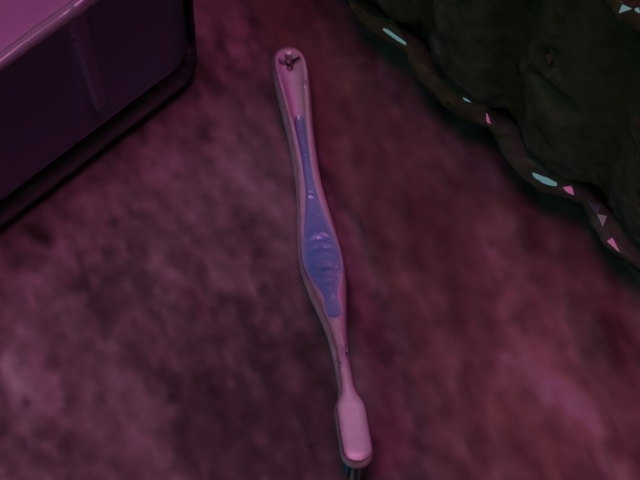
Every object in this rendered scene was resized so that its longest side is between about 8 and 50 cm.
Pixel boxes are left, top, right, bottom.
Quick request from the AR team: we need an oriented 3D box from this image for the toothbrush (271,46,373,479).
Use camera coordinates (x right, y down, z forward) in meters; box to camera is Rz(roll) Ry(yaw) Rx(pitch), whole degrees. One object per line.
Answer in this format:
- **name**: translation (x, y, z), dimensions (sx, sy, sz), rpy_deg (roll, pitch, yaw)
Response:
- **toothbrush**: translation (0.000, 0.000, 0.593), dimensions (0.014, 0.017, 0.162), rpy_deg (-4, 54, -8)

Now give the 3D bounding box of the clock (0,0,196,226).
- **clock**: translation (-0.149, -0.058, 0.606), dimensions (0.193, 0.073, 0.144), rpy_deg (-39, 62, -23)

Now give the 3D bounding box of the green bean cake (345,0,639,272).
- **green bean cake**: translation (0.129, -0.139, 0.620), dimensions (0.255, 0.132, 0.241), rpy_deg (-37, 61, -24)
